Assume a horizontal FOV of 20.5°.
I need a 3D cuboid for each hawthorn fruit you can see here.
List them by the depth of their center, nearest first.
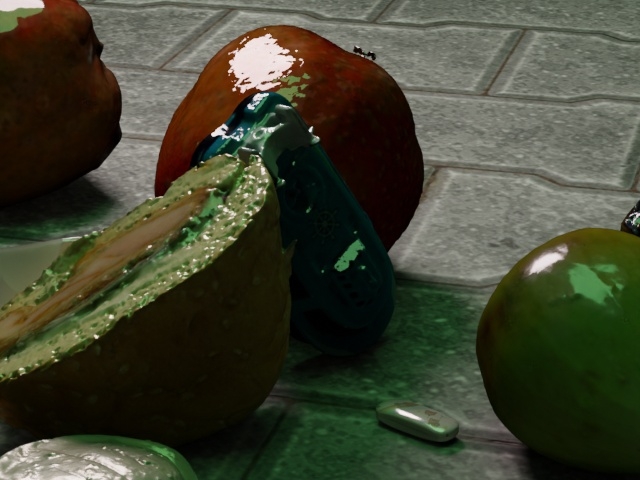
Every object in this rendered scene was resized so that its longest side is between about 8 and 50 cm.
[{"bbox_3d":[-0.052,-0.049,1.859,0.285,0.284,0.369,9,46,21],"label":"hawthorn fruit"},{"bbox_3d":[-0.404,-0.184,2.129,0.308,0.308,0.325,17,38,36],"label":"hawthorn fruit"}]

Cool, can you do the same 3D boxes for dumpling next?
[{"bbox_3d":[-0.179,0.206,1.430,0.177,0.092,0.150,-4,24,-7],"label":"dumpling"}]

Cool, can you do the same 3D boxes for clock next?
[{"bbox_3d":[-0.253,0.043,1.745,0.197,0.068,0.197,-8,-6,-1],"label":"clock"}]

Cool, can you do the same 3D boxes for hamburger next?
[{"bbox_3d":[-0.133,0.088,1.593,0.330,0.209,0.162,-36,33,7],"label":"hamburger"}]

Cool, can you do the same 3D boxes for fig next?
[{"bbox_3d":[0.239,0.109,1.551,0.207,0.207,0.230,-2,56,-5],"label":"fig"}]

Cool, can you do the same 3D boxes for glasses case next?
[{"bbox_3d":[0.088,0.165,1.619,0.083,0.021,0.032,17,26,36],"label":"glasses case"}]

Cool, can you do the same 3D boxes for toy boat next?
[{"bbox_3d":[0.000,0.000,1.683,0.092,0.299,0.134,16,59,49],"label":"toy boat"}]

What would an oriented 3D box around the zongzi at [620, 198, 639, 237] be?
[{"bbox_3d":[0.438,-0.019,1.946,0.286,0.138,0.300,-12,10,-8],"label":"zongzi"}]
